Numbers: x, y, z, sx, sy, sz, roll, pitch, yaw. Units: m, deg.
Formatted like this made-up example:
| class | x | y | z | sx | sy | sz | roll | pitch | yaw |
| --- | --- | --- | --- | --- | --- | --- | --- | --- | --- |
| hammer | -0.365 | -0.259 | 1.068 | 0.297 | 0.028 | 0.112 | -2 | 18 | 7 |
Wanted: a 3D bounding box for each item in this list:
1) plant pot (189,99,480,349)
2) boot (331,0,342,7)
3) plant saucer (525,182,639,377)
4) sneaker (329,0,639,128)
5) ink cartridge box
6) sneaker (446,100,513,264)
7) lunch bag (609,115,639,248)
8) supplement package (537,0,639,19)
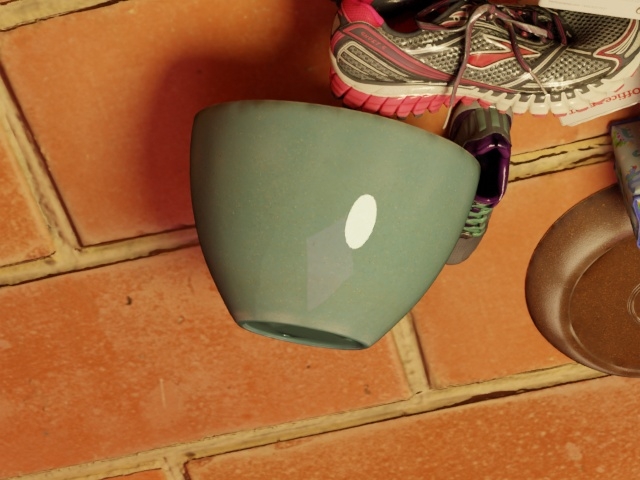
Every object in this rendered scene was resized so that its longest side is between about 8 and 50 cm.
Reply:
| class | x | y | z | sx | sy | sz | roll | pitch | yaw |
| --- | --- | --- | --- | --- | --- | --- | --- | --- | --- |
| plant pot | 0.000 | 0.000 | 1.605 | 0.290 | 0.195 | 0.290 | 10 | 169 | 2 |
| boot | 0.022 | -0.358 | 1.461 | 0.223 | 0.118 | 0.338 | -39 | 133 | 23 |
| plant saucer | 0.392 | 0.056 | 1.862 | 0.311 | 0.050 | 0.310 | -1 | 131 | -1 |
| sneaker | 0.158 | -0.183 | 1.508 | 0.299 | 0.121 | 0.112 | -6 | 133 | -7 |
| ink cartridge box | 0.266 | -0.194 | 1.635 | 0.099 | 0.056 | 0.135 | -19 | 128 | 13 |
| sneaker | 0.154 | -0.044 | 1.729 | 0.083 | 0.098 | 0.223 | 4 | 130 | -6 |
| lunch bag | 0.390 | -0.070 | 1.699 | 0.151 | 0.128 | 0.096 | -13 | 135 | 6 |
| supplement package | 0.279 | -0.339 | 1.458 | 0.134 | 0.139 | 0.244 | 6 | 129 | -9 |
